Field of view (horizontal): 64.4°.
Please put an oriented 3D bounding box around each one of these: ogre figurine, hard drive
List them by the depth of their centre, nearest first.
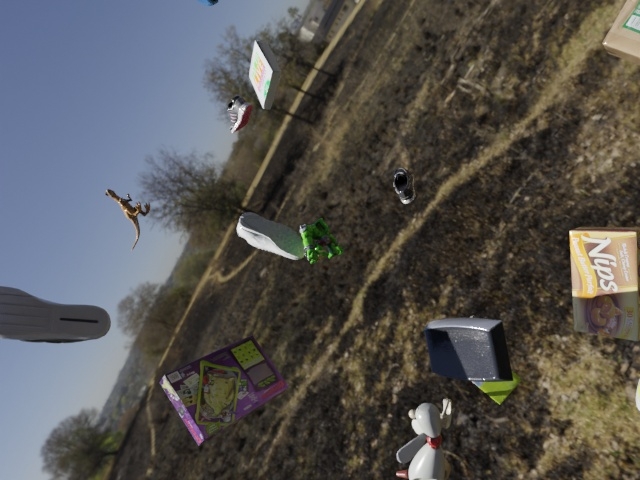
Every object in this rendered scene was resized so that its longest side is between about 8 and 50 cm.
[{"bbox_3d":[0.387,0.297,1.373,0.254,0.054,0.172,-14,84,56],"label":"hard drive"},{"bbox_3d":[0.000,0.000,1.600,0.197,0.118,0.097,-17,-14,-40],"label":"ogre figurine"}]

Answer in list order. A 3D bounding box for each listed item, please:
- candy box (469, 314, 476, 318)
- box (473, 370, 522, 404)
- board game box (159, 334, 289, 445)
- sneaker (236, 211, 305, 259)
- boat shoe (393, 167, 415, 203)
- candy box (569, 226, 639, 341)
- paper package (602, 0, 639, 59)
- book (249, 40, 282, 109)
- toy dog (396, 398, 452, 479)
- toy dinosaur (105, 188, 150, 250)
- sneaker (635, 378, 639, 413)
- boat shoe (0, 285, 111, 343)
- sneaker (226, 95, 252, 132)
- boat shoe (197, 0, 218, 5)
[{"bbox_3d":[0.553,0.387,1.833,0.071,0.159,0.233,-31,-1,25],"label":"candy box"},{"bbox_3d":[0.534,0.422,1.623,0.109,0.178,0.042,-51,-3,4],"label":"box"},{"bbox_3d":[-0.270,0.421,1.486,0.346,0.208,0.056,-15,-33,-53],"label":"board game box"},{"bbox_3d":[-0.157,-0.002,1.619,0.090,0.235,0.095,-57,-4,-41],"label":"sneaker"},{"bbox_3d":[0.189,-0.136,1.175,0.046,0.038,0.125,-23,38,22],"label":"boat shoe"},{"bbox_3d":[0.849,0.121,1.499,0.182,0.087,0.317,3,101,49],"label":"candy box"},{"bbox_3d":[0.809,-0.430,1.083,0.309,0.324,0.168,-24,-38,-56],"label":"paper package"},{"bbox_3d":[-0.130,-0.386,1.186,0.144,0.035,0.096,66,145,39],"label":"book"},{"bbox_3d":[0.303,0.649,1.570,0.220,0.160,0.334,3,-92,-63],"label":"toy dog"},{"bbox_3d":[-0.596,-0.082,1.615,0.112,0.212,0.064,-15,23,23],"label":"toy dinosaur"},{"bbox_3d":[0.703,0.222,0.971,0.145,0.147,0.384,7,24,42],"label":"sneaker"},{"bbox_3d":[-0.691,0.202,1.229,0.119,0.335,0.121,-40,42,45],"label":"boat shoe"},{"bbox_3d":[-0.283,-0.430,1.721,0.063,0.075,0.170,-41,-1,-28],"label":"sneaker"},{"bbox_3d":[-0.298,-0.603,1.035,0.109,0.258,0.089,31,84,43],"label":"boat shoe"}]
